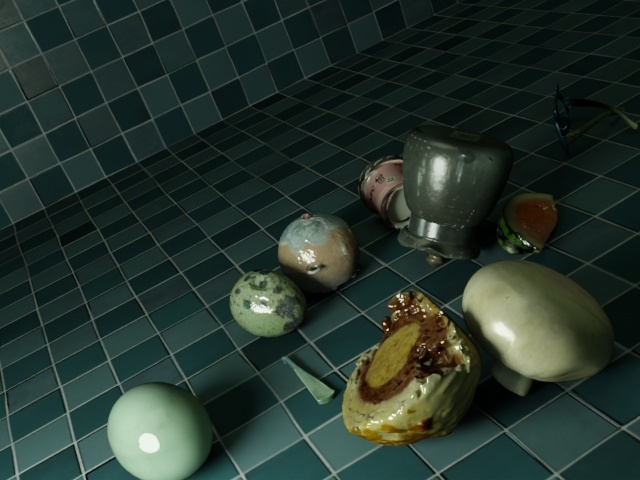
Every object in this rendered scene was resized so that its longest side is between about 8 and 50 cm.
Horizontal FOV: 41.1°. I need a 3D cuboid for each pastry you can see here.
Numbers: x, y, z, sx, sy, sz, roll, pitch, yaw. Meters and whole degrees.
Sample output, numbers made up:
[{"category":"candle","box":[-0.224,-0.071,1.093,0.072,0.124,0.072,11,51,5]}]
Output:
[{"category":"pastry","box":[0.158,0.226,1.360,0.237,0.170,0.256,-55,20,6]}]

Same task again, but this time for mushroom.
[{"category":"mushroom","box":[0.335,0.145,1.347,0.246,0.203,0.246,16,15,-4]}]

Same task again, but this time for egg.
[{"category":"egg","box":[-0.107,0.133,1.778,0.181,0.141,0.141,14,42,38]},{"category":"egg","box":[-0.283,0.333,1.493,0.168,0.168,0.230,-36,26,-27]}]

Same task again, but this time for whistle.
[{"category":"whistle","box":[0.000,0.000,1.938,0.189,0.189,0.348,-17,15,11]}]

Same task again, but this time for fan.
[{"category":"fan","box":[-0.027,0.259,1.613,0.038,0.016,0.193,-28,27,-17]}]

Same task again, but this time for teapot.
[{"category":"teapot","box":[0.254,-0.091,1.802,0.223,0.285,0.305,5,17,-16]}]

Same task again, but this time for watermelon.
[{"category":"watermelon","box":[0.431,-0.036,1.781,0.119,0.063,0.245,8,30,17]}]

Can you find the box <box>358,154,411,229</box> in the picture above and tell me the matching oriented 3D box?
[{"category":"box","box":[0.180,-0.106,2.018,0.151,0.151,0.135,-24,35,-4]}]

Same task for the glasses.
[{"category":"glasses","box":[0.654,-0.283,2.076,0.206,0.102,0.239,15,35,11]}]
